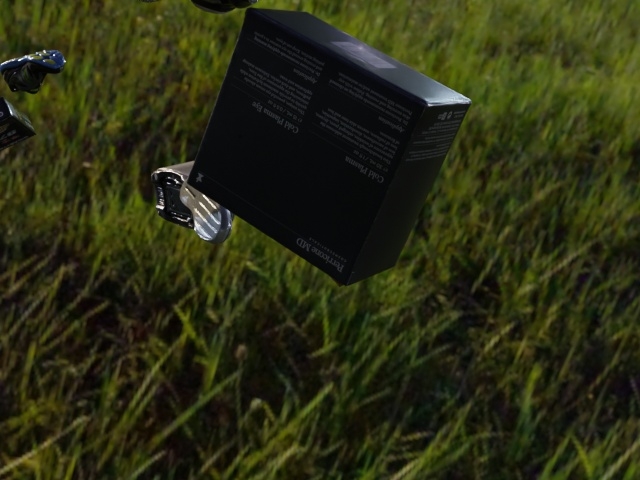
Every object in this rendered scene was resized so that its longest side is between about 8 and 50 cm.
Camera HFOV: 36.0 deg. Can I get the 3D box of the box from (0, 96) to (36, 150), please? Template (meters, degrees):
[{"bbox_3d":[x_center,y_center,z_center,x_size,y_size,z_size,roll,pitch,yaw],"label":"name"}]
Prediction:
[{"bbox_3d":[-0.738,-0.220,2.097,0.220,0.051,0.175,-25,-7,-3],"label":"box"}]

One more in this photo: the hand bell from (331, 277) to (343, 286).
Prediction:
[{"bbox_3d":[0.000,0.000,2.352,0.126,0.126,0.242,-12,72,-51],"label":"hand bell"}]

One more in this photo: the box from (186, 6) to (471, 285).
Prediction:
[{"bbox_3d":[0.006,-0.157,1.571,0.343,0.313,0.179,33,23,22],"label":"box"}]

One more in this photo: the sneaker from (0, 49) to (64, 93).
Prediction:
[{"bbox_3d":[-0.575,-0.338,1.990,0.188,0.078,0.067,-3,20,40],"label":"sneaker"}]

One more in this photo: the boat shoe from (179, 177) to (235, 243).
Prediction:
[{"bbox_3d":[-0.191,-0.057,1.814,0.075,0.083,0.226,22,19,-31],"label":"boat shoe"}]

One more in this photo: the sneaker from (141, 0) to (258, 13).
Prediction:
[{"bbox_3d":[-0.190,-0.416,1.512,0.153,0.101,0.268,3,1,43],"label":"sneaker"}]

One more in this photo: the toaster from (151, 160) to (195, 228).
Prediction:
[{"bbox_3d":[-0.259,-0.106,2.170,0.146,0.129,0.227,-22,23,-35],"label":"toaster"}]
